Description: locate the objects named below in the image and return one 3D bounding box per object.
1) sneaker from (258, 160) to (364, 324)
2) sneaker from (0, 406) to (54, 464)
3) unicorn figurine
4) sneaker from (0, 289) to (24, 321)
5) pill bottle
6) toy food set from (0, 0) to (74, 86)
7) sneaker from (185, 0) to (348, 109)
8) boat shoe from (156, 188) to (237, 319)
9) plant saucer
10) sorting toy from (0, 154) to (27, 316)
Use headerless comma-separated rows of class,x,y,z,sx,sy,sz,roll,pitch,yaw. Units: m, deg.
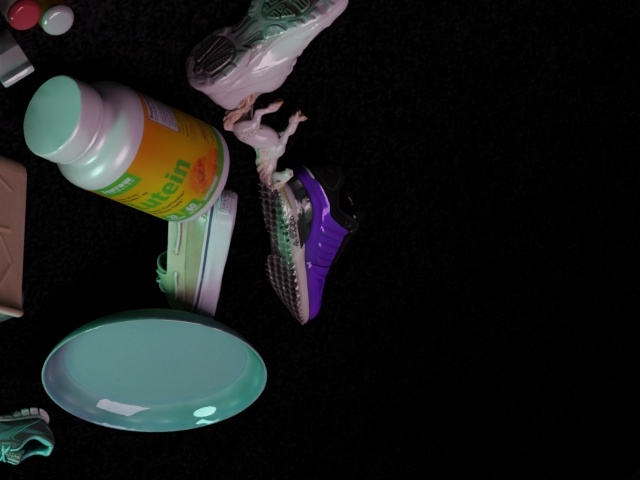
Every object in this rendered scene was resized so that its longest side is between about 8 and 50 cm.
sneaker,0.000,0.000,2.141,0.146,0.102,0.293,-25,140,-20
sneaker,-0.452,0.286,2.067,0.166,0.076,0.065,-11,133,-32
unicorn figurine,-0.070,-0.138,1.976,0.162,0.060,0.111,37,99,-22
sneaker,-0.469,0.045,1.775,0.111,0.121,0.300,-45,142,8
pill bottle,-0.240,-0.116,1.796,0.246,0.136,0.136,22,112,-49
toy food set,-0.374,-0.199,1.626,0.232,0.104,0.111,-33,142,-9
sneaker,-0.059,-0.253,1.867,0.232,0.090,0.115,-33,149,5
boat shoe,-0.183,0.038,2.047,0.094,0.109,0.302,11,130,-5
plant saucer,-0.235,0.181,2.078,0.318,0.043,0.317,-2,145,-1
sorting toy,-0.427,-0.022,1.702,0.038,0.208,0.193,-20,155,34
